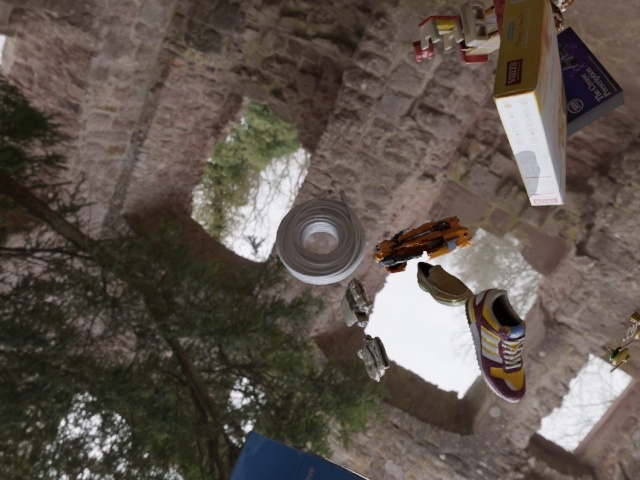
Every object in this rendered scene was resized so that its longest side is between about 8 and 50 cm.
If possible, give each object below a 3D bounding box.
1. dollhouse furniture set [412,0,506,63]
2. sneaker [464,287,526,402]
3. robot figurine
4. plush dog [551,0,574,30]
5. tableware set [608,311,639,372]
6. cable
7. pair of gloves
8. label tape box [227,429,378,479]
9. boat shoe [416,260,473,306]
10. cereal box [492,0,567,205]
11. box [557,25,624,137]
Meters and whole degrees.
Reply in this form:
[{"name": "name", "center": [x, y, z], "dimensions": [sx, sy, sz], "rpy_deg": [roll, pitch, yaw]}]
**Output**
[{"name": "dollhouse furniture set", "center": [0.439, -0.663, 1.479], "dimensions": [0.375, 0.152, 0.201], "rpy_deg": [-11, -178, -23]}, {"name": "sneaker", "center": [0.297, 0.170, 0.765], "dimensions": [0.070, 0.084, 0.185], "rpy_deg": [-14, -102, -23]}, {"name": "robot figurine", "center": [0.302, 0.017, 1.444], "dimensions": [0.211, 0.291, 0.085], "rpy_deg": [-83, -30, -71]}, {"name": "plush dog", "center": [0.422, -0.490, 0.804], "dimensions": [0.211, 0.225, 0.262], "rpy_deg": [30, -117, 15]}, {"name": "tableware set", "center": [0.659, 0.207, 1.005], "dimensions": [0.104, 0.154, 0.024], "rpy_deg": [-22, -142, -21]}, {"name": "cable", "center": [0.000, 0.000, 1.354], "dimensions": [0.257, 0.089, 0.257], "rpy_deg": [-23, -113, -10]}, {"name": "pair of gloves", "center": [0.110, 0.215, 1.149], "dimensions": [0.042, 0.204, 0.240], "rpy_deg": [-14, -117, -13]}, {"name": "label tape box", "center": [0.034, 0.348, 0.419], "dimensions": [0.334, 0.240, 0.106], "rpy_deg": [38, 156, -33]}, {"name": "boat shoe", "center": [0.259, 0.088, 1.032], "dimensions": [0.068, 0.072, 0.190], "rpy_deg": [-25, -164, -15]}, {"name": "cereal box", "center": [0.271, -0.173, 0.588], "dimensions": [0.048, 0.172, 0.240], "rpy_deg": [-1, 156, 34]}, {"name": "box", "center": [0.725, -0.461, 1.391], "dimensions": [0.103, 0.184, 0.261], "rpy_deg": [13, -132, -54]}]
